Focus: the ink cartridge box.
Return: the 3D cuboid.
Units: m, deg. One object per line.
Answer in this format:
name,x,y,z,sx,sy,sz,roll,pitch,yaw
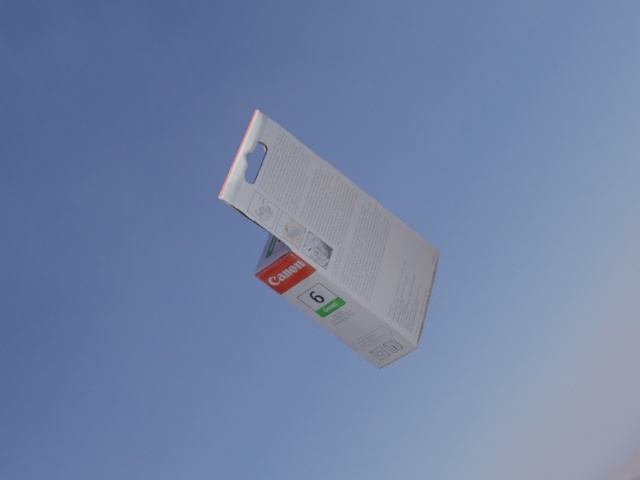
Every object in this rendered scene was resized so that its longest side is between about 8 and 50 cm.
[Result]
ink cartridge box,0.000,0.000,0.549,0.029,0.115,0.063,-36,25,41
